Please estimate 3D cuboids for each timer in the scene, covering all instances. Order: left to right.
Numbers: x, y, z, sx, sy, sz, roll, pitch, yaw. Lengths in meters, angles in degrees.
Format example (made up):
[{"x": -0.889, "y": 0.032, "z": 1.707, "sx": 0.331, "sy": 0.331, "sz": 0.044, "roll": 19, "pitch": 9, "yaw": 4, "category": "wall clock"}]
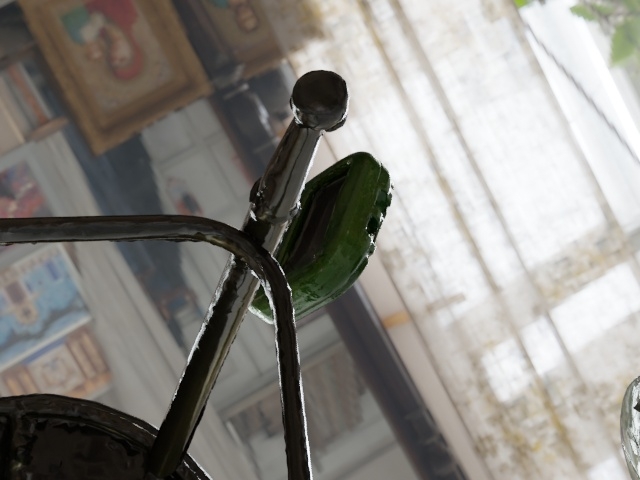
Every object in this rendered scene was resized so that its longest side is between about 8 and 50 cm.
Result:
[{"x": 0.000, "y": 0.000, "z": 0.964, "sx": 0.128, "sy": 0.047, "sz": 0.140, "roll": -31, "pitch": -152, "yaw": 44, "category": "timer"}]

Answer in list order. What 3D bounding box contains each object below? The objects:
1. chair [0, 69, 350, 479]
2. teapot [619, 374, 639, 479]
[{"x": -0.173, "y": 0.174, "z": 0.648, "sx": 0.362, "sy": 0.364, "sz": 0.410, "roll": -3, "pitch": 158, "yaw": -10, "category": "chair"}, {"x": 0.315, "y": 0.138, "z": 0.867, "sx": 0.178, "sy": 0.163, "sz": 0.221, "roll": -11, "pitch": 174, "yaw": -15, "category": "teapot"}]
